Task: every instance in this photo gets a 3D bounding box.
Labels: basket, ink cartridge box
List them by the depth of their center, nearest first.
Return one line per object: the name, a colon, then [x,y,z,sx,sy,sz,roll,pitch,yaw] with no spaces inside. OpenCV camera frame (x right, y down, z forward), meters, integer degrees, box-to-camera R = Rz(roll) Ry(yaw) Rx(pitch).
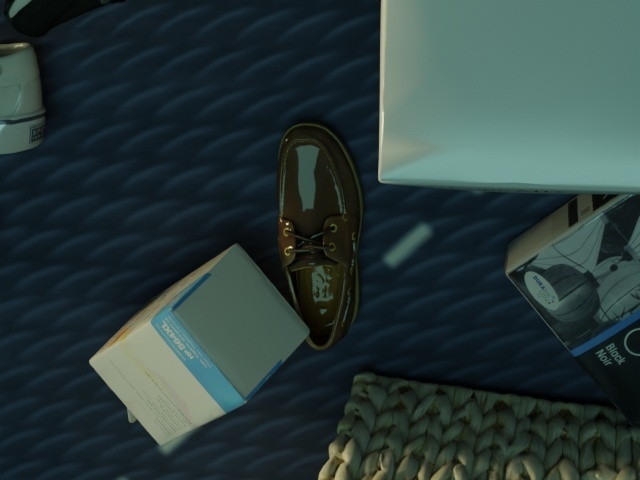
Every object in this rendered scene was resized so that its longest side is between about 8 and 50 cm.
ink cartridge box: [0.312,-0.016,1.066,0.332,0.065,0.165,-36,104,20]
basket: [0.114,0.318,1.107,0.266,0.328,0.331,9,116,9]
ink cartridge box: [-0.098,0.083,1.132,0.090,0.092,0.143,51,137,-8]

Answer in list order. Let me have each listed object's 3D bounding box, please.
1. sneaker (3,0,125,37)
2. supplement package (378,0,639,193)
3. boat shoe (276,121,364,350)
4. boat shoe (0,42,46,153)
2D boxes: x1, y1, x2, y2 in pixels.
sneaker: [-0.089,-0.205,1.020,0.283,0.107,0.124,-34,111,21]
supplement package: [0.134,-0.116,0.897,0.177,0.293,0.175,3,92,8]
boat shoe: [0.000,0.000,1.120,0.064,0.060,0.178,-1,114,9]
boat shoe: [-0.338,-0.116,1.101,0.267,0.096,0.088,4,111,5]
